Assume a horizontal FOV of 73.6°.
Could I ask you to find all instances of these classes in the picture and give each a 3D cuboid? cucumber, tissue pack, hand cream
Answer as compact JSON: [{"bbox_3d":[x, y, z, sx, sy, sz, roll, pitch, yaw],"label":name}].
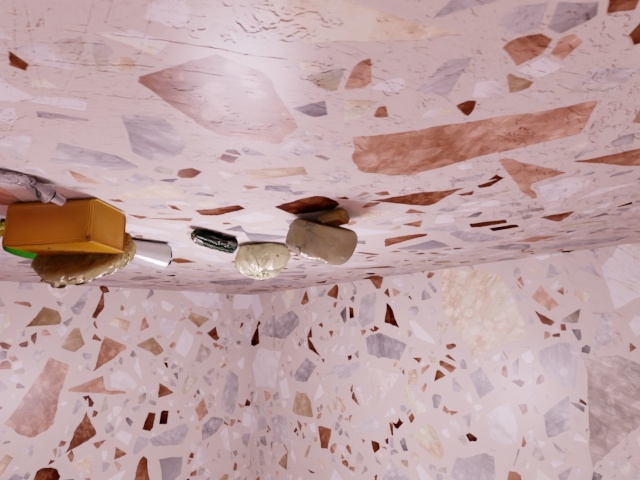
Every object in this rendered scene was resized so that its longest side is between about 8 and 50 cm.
[{"bbox_3d":[-0.432,0.002,1.734,0.077,0.077,0.265,-9,163,31],"label":"cucumber"},{"bbox_3d":[-0.785,-0.037,1.337,0.274,0.145,0.194,-2,166,4],"label":"tissue pack"},{"bbox_3d":[-0.777,-0.144,1.072,0.084,0.050,0.257,-15,156,40],"label":"hand cream"},{"bbox_3d":[-0.810,0.043,1.794,0.359,0.118,0.185,14,162,-37],"label":"hand cream"}]

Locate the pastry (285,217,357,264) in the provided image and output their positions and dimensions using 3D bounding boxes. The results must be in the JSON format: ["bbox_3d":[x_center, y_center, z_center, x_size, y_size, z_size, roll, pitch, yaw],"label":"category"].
[{"bbox_3d":[0.001,0.000,1.502,0.265,0.133,0.265,16,-171,-3],"label":"pastry"}]

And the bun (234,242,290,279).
[{"bbox_3d":[-0.276,0.103,2.000,0.259,0.160,0.259,-2,171,0],"label":"bun"}]

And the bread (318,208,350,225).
[{"bbox_3d":[0.049,-0.077,1.457,0.103,0.049,0.062,-11,144,43],"label":"bread"}]

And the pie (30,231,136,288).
[{"bbox_3d":[-0.814,0.052,1.490,0.339,0.083,0.339,-4,-149,2],"label":"pie"}]

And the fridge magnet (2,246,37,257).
[{"bbox_3d":[-1.129,0.028,1.690,0.208,0.088,0.208,-2,167,0],"label":"fridge magnet"}]

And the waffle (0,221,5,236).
[{"bbox_3d":[-1.189,-0.044,1.432,0.243,0.058,0.238,-9,164,18],"label":"waffle"}]

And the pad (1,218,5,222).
[{"bbox_3d":[-1.015,-0.031,1.655,0.367,0.007,0.248,9,164,-37],"label":"pad"}]
